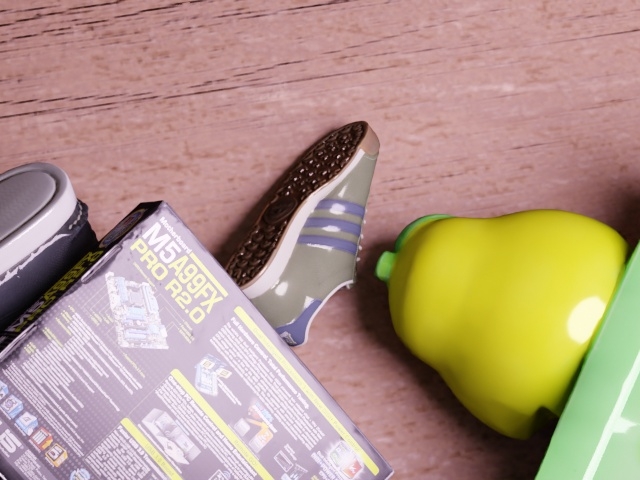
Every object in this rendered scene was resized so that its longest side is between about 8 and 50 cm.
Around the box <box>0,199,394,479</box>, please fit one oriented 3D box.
[{"bbox_3d":[-0.109,0.141,1.299,0.216,0.060,0.270,-45,105,-19],"label":"box"}]

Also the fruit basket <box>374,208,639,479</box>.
[{"bbox_3d":[0.232,0.100,1.356,0.392,0.283,0.392,-16,52,22],"label":"fruit basket"}]

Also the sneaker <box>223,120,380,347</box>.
[{"bbox_3d":[0.000,0.000,1.402,0.086,0.064,0.192,56,51,-27],"label":"sneaker"}]

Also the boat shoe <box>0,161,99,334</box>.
[{"bbox_3d":[-0.286,0.066,1.299,0.302,0.114,0.091,-33,128,-11],"label":"boat shoe"}]
